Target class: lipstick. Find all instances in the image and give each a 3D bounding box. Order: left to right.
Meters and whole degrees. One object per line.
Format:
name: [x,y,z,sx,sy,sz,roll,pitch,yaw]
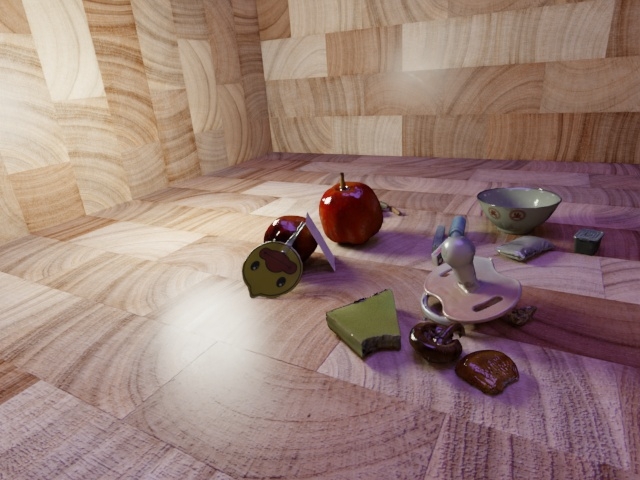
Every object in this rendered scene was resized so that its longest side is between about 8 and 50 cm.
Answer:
lipstick: [0.572,-0.020,1.754,0.061,0.068,0.274,30,37,7]

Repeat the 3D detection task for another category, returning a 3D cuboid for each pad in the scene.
pad: [0.000,0.000,1.621,0.004,0.232,0.156,-28,19,11]

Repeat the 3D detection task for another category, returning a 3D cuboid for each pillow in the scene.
pillow: [0.802,0.025,1.623,0.229,0.051,0.128,-15,27,-29]

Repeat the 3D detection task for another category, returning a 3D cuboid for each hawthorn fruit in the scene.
hawthorn fruit: [-0.105,-0.002,1.661,0.215,0.215,0.250,15,16,40]
hawthorn fruit: [0.122,-0.148,1.803,0.287,0.330,0.287,-10,35,7]

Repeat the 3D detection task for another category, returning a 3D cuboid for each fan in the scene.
fan: [-0.150,0.069,1.497,0.229,0.011,0.335,29,75,23]

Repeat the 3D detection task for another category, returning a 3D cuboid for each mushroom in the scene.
mushroom: [0.315,0.265,1.095,0.170,0.080,0.135,-12,36,-21]

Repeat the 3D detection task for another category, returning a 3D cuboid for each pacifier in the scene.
pacifier: [0.442,0.123,1.249,0.220,0.273,0.332,8,20,-13]

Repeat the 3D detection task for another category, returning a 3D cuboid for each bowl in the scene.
bowl: [0.864,-0.123,1.833,0.337,0.157,0.337,-4,21,1]

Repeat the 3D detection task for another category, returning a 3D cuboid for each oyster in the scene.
oyster: [0.583,0.213,1.189,0.083,0.081,0.038,-33,42,16]

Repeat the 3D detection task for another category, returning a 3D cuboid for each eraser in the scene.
eraser: [0.475,0.041,1.599,0.122,0.052,0.029,-39,39,-26]

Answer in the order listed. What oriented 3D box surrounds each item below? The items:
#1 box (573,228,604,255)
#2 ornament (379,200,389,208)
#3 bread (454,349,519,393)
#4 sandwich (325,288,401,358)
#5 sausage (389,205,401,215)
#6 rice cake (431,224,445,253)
box: [1.035,0.006,1.603,0.122,0.069,0.084,-23,27,-39]
ornament: [0.248,-0.156,2.151,0.230,0.061,0.245,-2,26,2]
bread: [0.409,0.311,1.012,0.129,0.044,0.126,-13,25,-28]
sandwich: [0.171,0.243,1.206,0.245,0.063,0.212,-17,29,-27]
sausage: [0.392,-0.155,2.172,0.026,0.026,0.116,-10,23,-14]
rice cake: [0.501,-0.004,1.754,0.042,0.045,0.245,6,24,17]
